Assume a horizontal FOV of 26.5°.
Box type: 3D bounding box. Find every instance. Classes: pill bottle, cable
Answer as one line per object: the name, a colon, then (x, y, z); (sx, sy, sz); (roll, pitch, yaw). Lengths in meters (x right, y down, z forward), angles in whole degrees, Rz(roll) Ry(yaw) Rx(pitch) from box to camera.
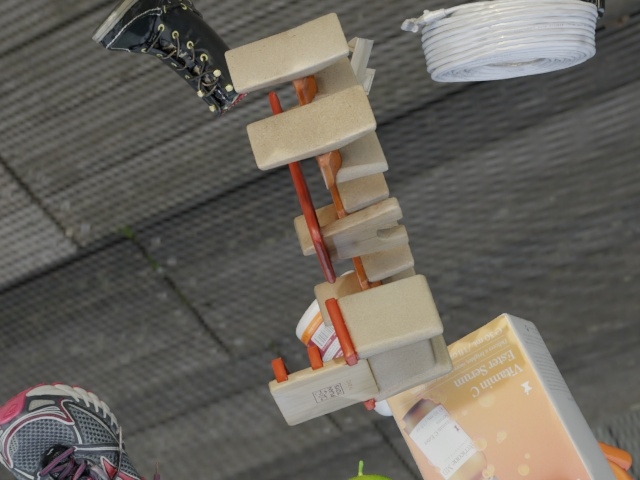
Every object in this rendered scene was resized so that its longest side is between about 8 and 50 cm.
pill bottle: (0.084, 0.153, 1.793); (0.221, 0.121, 0.121); (43, 126, 11)
cable: (0.278, -0.293, 1.996); (0.257, 0.089, 0.257); (-7, 177, 30)

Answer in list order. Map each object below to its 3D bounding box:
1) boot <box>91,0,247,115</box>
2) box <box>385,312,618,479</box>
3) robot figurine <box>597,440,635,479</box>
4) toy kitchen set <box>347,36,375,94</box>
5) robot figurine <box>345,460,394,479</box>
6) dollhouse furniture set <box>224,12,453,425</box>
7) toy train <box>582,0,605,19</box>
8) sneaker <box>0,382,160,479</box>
boot: (-0.178, -0.239, 1.733); (0.085, 0.236, 0.178); (-42, 91, 23)
box: (0.152, 0.167, 1.143); (0.130, 0.170, 0.091); (-32, 160, 16)
robot figurine: (0.329, 0.326, 1.590); (0.128, 0.158, 0.219); (-34, 142, 11)
toy kitchen set: (0.017, -0.222, 1.650); (0.083, 0.075, 0.068); (0, 112, -50)
robot figurine: (0.038, 0.196, 0.838); (0.067, 0.115, 0.101); (-4, 148, -40)
dollhouse furniture set: (0.000, 0.000, 1.078); (0.135, 0.259, 0.262); (-19, 148, 2)
toy train: (0.419, -0.413, 2.076); (0.036, 0.158, 0.027); (-7, 168, 42)
sneaker: (-0.231, 0.264, 1.426); (0.121, 0.112, 0.299); (-37, 123, 1)
